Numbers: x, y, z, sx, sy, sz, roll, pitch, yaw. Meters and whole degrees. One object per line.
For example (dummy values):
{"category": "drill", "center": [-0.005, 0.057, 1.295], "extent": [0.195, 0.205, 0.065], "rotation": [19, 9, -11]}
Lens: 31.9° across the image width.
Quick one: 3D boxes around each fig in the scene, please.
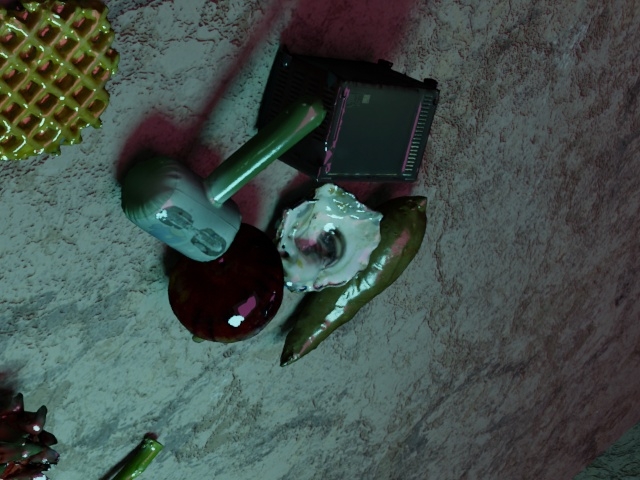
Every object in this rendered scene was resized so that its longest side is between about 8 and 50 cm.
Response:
{"category": "fig", "center": [-0.143, 0.094, 1.891], "extent": [0.204, 0.186, 0.249], "rotation": [-59, 155, -20]}

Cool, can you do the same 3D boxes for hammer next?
{"category": "hammer", "center": [-0.131, -0.114, 1.704], "extent": [0.335, 0.119, 0.206], "rotation": [-38, 144, 12]}

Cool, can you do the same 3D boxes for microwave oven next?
{"category": "microwave oven", "center": [0.041, -0.205, 1.824], "extent": [0.247, 0.188, 0.178], "rotation": [-1, 116, -42]}

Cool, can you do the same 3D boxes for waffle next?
{"category": "waffle", "center": [-0.378, -0.211, 1.475], "extent": [0.254, 0.052, 0.245], "rotation": [-18, 134, -38]}

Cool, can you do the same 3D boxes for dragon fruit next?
{"category": "dragon fruit", "center": [-0.484, 0.320, 1.744], "extent": [0.142, 0.121, 0.130], "rotation": [-27, 131, 35]}

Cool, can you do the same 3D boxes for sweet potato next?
{"category": "sweet potato", "center": [0.063, 0.074, 2.142], "extent": [0.423, 0.130, 0.130], "rotation": [-49, 145, 8]}

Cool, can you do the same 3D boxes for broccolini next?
{"category": "broccolini", "center": [-0.447, 0.488, 2.014], "extent": [0.392, 0.078, 0.074], "rotation": [-46, 134, -19]}

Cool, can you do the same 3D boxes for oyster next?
{"category": "oyster", "center": [0.000, 0.000, 2.019], "extent": [0.222, 0.083, 0.214], "rotation": [22, 102, -32]}
